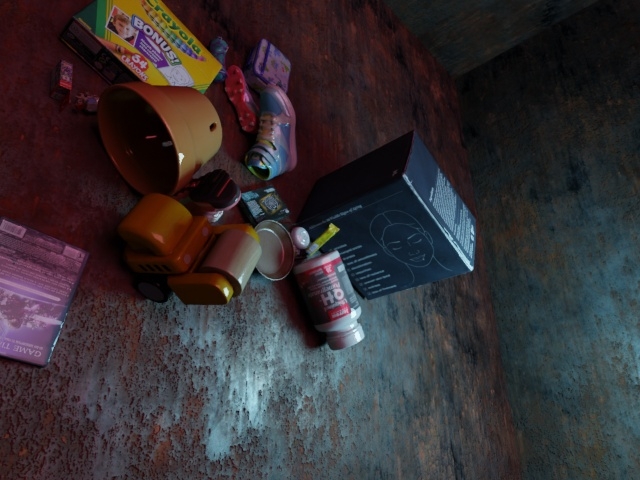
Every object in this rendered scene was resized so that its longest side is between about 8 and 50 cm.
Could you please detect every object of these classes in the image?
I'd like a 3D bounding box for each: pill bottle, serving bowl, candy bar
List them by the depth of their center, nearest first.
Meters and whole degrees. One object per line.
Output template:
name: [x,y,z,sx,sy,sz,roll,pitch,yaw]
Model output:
pill bottle: [0.036,0.208,1.591,0.176,0.176,0.318,-23,91,-52]
serving bowl: [-0.067,-0.013,1.645,0.083,0.027,0.083,25,54,-41]
candy bar: [0.000,0.000,1.666,0.040,0.161,0.018,38,26,-19]

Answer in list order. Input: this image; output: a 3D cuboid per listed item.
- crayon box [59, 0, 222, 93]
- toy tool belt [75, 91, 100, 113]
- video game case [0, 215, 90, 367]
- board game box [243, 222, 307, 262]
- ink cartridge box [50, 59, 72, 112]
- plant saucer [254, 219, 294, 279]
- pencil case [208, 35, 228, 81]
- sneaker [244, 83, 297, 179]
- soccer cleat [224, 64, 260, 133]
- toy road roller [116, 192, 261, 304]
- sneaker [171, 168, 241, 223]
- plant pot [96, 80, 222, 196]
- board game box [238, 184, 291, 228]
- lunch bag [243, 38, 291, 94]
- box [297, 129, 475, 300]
crayon box: [-0.504,-0.554,1.353,0.363,0.106,0.313,43,45,-29]
toy tool belt: [-0.609,-0.361,1.194,0.051,0.052,0.083,41,32,15]
video game case: [-0.628,0.107,0.966,0.196,0.026,0.274,32,52,-37]
board game box: [-0.154,0.008,1.578,0.259,0.030,0.136,-1,77,-50]
ink cartridge box: [-0.646,-0.383,1.138,0.029,0.063,0.115,14,63,-48]
plant saucer: [-0.165,0.033,1.495,0.198,0.036,0.199,18,66,-47]
pencil case: [-0.356,-0.630,1.597,0.070,0.064,0.152,-1,70,-6]
sneaker: [-0.181,-0.355,1.568,0.208,0.127,0.319,-43,132,-46]
soccer cleat: [-0.272,-0.500,1.638,0.095,0.083,0.248,-19,89,-67]
toy road roller: [-0.336,0.012,1.121,0.202,0.329,0.241,-68,147,-41]
sneaker: [-0.299,-0.106,1.243,0.116,0.314,0.136,-57,130,-25]
plant pot: [-0.397,-0.276,1.192,0.203,0.291,0.291,-40,105,-46]
board game box: [-0.192,-0.119,1.568,0.126,0.026,0.186,58,35,4]
lunch bag: [-0.205,-0.661,1.779,0.176,0.090,0.219,33,49,-33]
box: [0.260,-0.071,1.745,0.472,0.480,0.297,47,41,-26]
